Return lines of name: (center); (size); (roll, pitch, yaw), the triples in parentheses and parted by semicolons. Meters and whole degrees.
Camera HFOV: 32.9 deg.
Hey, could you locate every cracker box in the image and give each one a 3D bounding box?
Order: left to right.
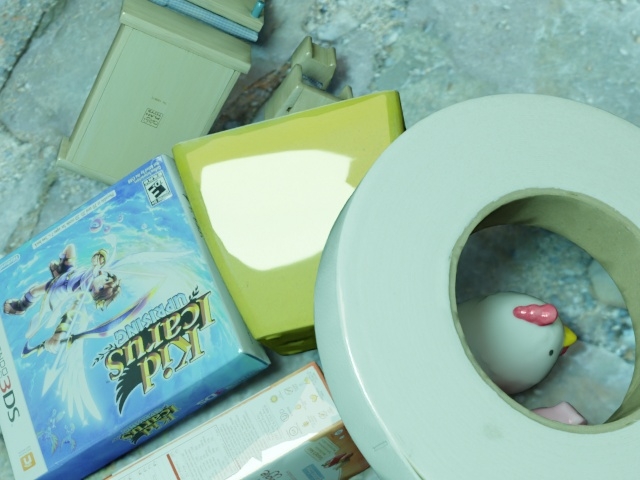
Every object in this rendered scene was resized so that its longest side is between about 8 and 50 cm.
cracker box: (-0.076, 0.213, 0.970); (0.232, 0.155, 0.067); (-29, 62, -2)

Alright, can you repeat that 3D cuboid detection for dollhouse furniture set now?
dollhouse furniture set: (-0.139, -0.205, 1.236); (0.287, 0.198, 0.303); (21, 35, -19)

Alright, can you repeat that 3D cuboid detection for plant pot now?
plant pot: (0.000, 0.000, 1.042); (0.212, 0.212, 0.187); (-13, 76, 6)

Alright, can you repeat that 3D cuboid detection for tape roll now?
tape roll: (0.188, 0.064, 0.887); (0.392, 0.072, 0.391); (6, 68, -14)

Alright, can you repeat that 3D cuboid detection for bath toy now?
bath toy: (0.178, 0.200, 0.938); (0.152, 0.129, 0.348); (12, 64, -19)

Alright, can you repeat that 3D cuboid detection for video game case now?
video game case: (-0.214, 0.083, 1.085); (0.270, 0.061, 0.244); (-32, 62, 11)
